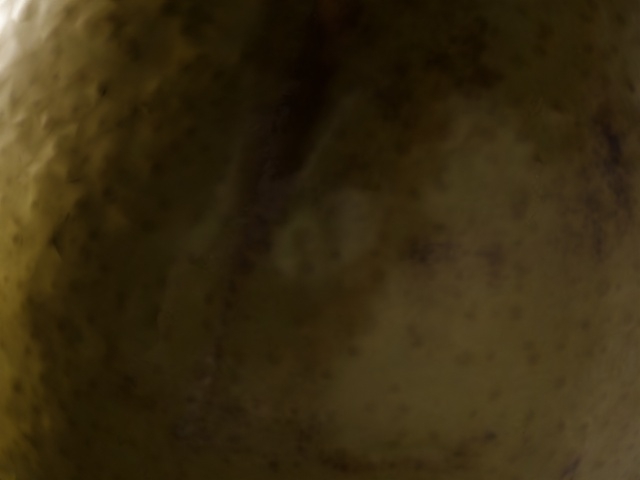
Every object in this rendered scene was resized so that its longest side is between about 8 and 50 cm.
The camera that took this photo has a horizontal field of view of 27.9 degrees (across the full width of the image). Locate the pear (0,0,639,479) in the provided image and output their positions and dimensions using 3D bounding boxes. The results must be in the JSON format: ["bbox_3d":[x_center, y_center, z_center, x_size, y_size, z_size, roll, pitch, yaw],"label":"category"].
[{"bbox_3d":[0.000,0.000,0.452,0.314,0.314,0.314,-28,53,45],"label":"pear"}]
